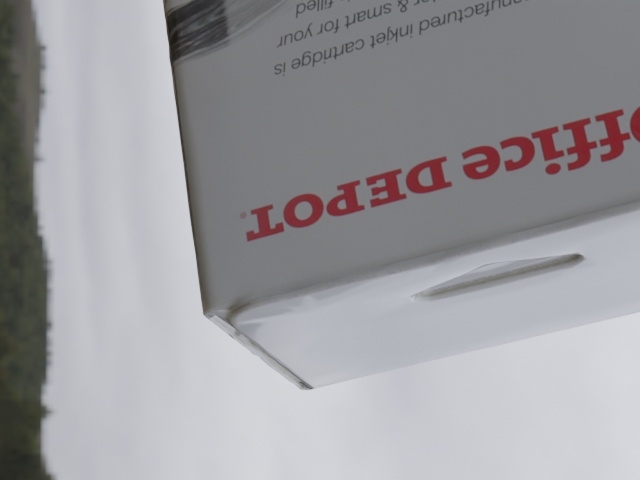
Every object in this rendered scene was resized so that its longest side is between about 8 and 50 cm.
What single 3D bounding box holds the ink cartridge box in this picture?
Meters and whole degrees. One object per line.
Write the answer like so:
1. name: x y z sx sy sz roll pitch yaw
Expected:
1. ink cartridge box: 0.054 -0.113 0.685 0.129 0.223 0.307 49 29 -63
